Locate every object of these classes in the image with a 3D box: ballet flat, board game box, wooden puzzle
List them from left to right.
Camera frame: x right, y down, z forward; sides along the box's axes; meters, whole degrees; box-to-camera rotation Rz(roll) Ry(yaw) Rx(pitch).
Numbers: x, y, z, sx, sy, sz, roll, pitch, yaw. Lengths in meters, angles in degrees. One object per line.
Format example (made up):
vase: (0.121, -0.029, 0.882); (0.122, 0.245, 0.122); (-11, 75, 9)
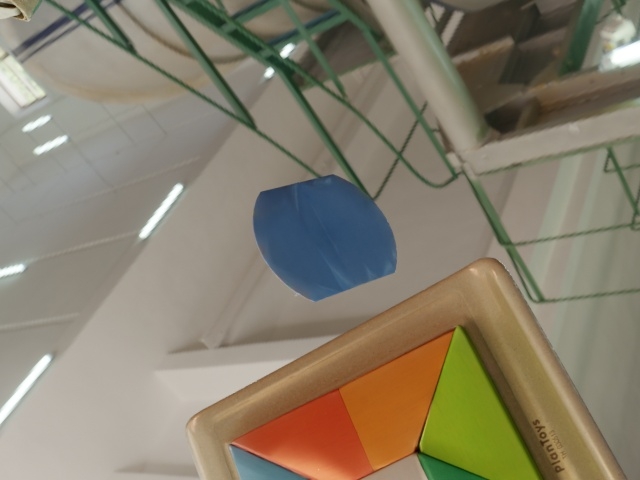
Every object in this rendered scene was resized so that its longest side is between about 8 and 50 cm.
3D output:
ballet flat: (-0.395, -0.277, 0.833); (0.168, 0.057, 0.052); (8, -109, 1)
board game box: (0.000, 0.000, 0.812); (0.168, 0.133, 0.033); (-17, 160, -36)
wooden puzzle: (0.044, 0.155, 0.417); (0.238, 0.044, 0.221); (-32, -112, 16)
